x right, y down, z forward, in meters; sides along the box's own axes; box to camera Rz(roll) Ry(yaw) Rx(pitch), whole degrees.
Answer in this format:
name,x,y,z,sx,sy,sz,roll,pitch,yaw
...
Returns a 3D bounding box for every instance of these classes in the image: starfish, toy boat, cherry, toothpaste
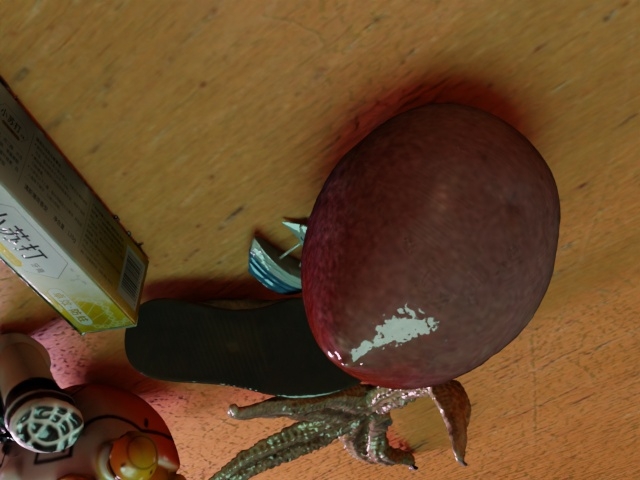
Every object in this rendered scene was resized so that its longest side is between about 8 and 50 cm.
name,x,y,z,sx,sy,sz,roll,pitch,yaw
starfish,0.034,0.249,1.034,0.384,0.132,0.398,-9,162,-28
toy boat,0.000,0.009,0.851,0.149,0.034,0.105,-23,136,7
cherry,0.090,0.018,0.693,0.206,0.239,0.239,21,137,-25
toothpaste,-0.252,-0.030,0.736,0.071,0.089,0.313,-8,142,16

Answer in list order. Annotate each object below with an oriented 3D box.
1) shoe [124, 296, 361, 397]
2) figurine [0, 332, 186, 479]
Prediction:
name,x,y,z,sx,sy,sz,roll,pitch,yaw
shoe,-0.065,0.107,0.901,0.275,0.103,0.098,4,175,11
figurine,-0.303,0.253,1.015,0.320,0.196,0.323,-11,137,28
